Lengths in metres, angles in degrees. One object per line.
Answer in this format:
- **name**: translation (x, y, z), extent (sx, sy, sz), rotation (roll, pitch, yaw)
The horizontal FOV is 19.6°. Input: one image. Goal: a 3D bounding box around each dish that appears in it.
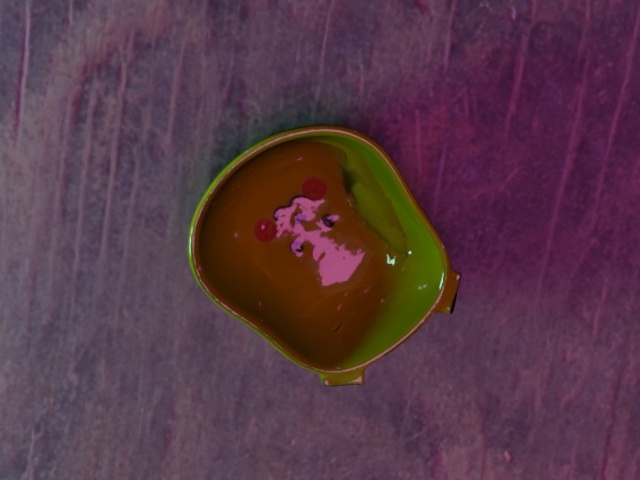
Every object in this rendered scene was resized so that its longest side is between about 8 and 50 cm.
- **dish**: translation (0.000, 0.000, 1.832), extent (0.221, 0.108, 0.262), rotation (-40, 108, 8)
